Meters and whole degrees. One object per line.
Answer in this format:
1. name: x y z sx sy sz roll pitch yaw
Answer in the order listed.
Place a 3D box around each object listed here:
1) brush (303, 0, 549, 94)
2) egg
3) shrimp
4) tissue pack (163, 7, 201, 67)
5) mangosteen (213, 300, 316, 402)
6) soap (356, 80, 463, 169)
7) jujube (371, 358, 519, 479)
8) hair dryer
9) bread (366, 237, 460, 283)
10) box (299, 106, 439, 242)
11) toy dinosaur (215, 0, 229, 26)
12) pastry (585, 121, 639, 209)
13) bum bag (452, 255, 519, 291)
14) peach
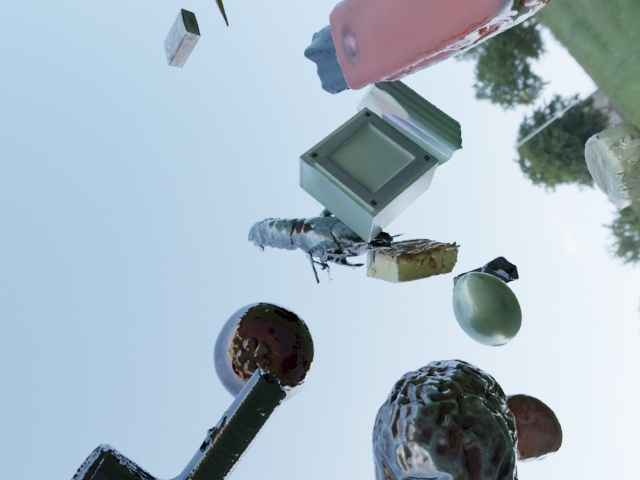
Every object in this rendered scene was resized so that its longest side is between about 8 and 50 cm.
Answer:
1. brush: 0.080 -0.155 0.352 0.051 0.323 0.070 -21 -77 -24
2. egg: 0.299 0.123 0.948 0.152 0.114 0.114 57 -137 -18
3. shrimp: 0.002 -0.001 1.289 0.410 0.166 0.221 8 -107 14
4. tissue pack: -0.248 -0.360 0.940 0.035 0.083 0.063 6 -122 -40
5. mangosteen: -0.108 0.239 1.118 0.215 0.215 0.257 61 -175 13
6. soap: 0.292 -0.389 1.696 0.347 0.115 0.208 31 -143 -13
7. jujube: 0.190 0.299 0.790 0.226 0.226 0.317 53 -158 6
8. hair dryer: -0.132 0.246 0.578 0.197 0.089 0.251 42 -99 -14
9. bread: 0.298 0.061 1.719 0.275 0.185 0.114 -10 -79 -31
10. box: 0.109 -0.158 1.206 0.225 0.117 0.225 41 -114 20
11. toy dinosaur: -0.199 -0.490 0.945 0.162 0.126 0.039 39 -144 -6
12. pastry: 0.578 -0.148 1.017 0.166 0.088 0.166 -21 -90 -76
13. bum bag: 0.479 0.114 1.540 0.087 0.198 0.049 62 -160 -3
14. peach: 0.437 0.407 1.146 0.152 0.152 0.152 19 -128 -26
